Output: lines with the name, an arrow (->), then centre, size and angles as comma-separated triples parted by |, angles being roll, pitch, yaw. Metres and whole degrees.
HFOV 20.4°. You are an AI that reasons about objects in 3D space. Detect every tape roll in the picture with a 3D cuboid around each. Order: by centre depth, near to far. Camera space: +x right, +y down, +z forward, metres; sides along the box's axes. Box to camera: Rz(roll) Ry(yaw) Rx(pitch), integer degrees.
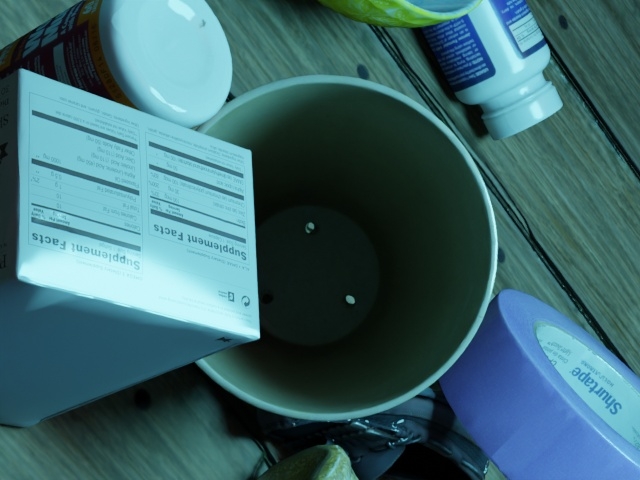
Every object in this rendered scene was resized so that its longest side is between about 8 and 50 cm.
tape roll -> 0.236, 0.170, 1.620 | 0.275, 0.090, 0.275 | 37, 16, -13

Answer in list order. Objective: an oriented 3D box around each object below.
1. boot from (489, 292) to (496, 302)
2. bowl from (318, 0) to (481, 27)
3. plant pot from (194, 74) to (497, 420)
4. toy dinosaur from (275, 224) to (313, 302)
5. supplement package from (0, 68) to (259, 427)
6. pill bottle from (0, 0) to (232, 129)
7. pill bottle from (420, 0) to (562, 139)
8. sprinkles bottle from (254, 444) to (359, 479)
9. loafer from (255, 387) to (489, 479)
boot -> 0.189, 0.089, 1.819 | 0.087, 0.042, 0.118 | 58, 40, -8
bowl -> 0.024, -0.323, 1.730 | 0.289, 0.156, 0.289 | 24, 55, -41
plant pot -> -0.005, 0.019, 1.444 | 0.274, 0.257, 0.256 | 118, -46, -83
toy dinosaur -> 0.000, 0.000, 1.651 | 0.183, 0.053, 0.092 | -28, 110, -43
supplement package -> -0.205, 0.018, 1.227 | 0.204, 0.262, 0.145 | 17, 60, -43
pill bottle -> -0.181, -0.110, 1.346 | 0.121, 0.221, 0.121 | 23, 57, -41
pill bottle -> 0.178, -0.207, 1.887 | 0.112, 0.112, 0.186 | -36, 101, -50
sprinkles bottle -> 0.060, 0.343, 1.492 | 0.355, 0.121, 0.121 | 57, 40, -13
loafer -> 0.061, 0.178, 1.585 | 0.302, 0.109, 0.095 | 11, 69, -49
